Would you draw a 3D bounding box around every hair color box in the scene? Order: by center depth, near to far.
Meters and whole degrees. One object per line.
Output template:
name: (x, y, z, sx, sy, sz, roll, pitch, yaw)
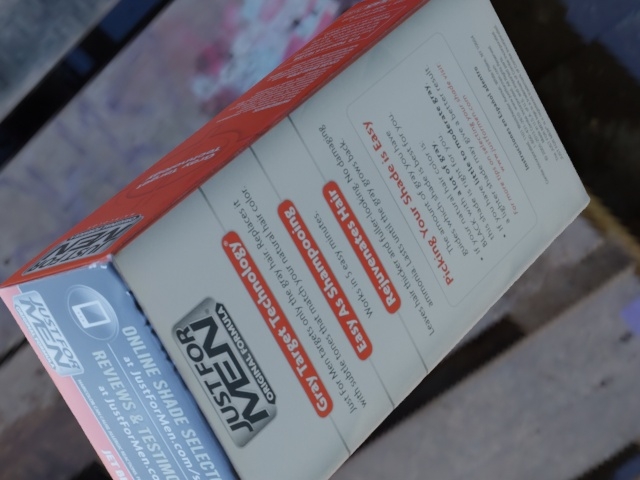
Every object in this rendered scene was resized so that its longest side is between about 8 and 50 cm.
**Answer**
hair color box: (0.000, 0.000, 0.448, 0.043, 0.141, 0.072, -14, 110, 44)
